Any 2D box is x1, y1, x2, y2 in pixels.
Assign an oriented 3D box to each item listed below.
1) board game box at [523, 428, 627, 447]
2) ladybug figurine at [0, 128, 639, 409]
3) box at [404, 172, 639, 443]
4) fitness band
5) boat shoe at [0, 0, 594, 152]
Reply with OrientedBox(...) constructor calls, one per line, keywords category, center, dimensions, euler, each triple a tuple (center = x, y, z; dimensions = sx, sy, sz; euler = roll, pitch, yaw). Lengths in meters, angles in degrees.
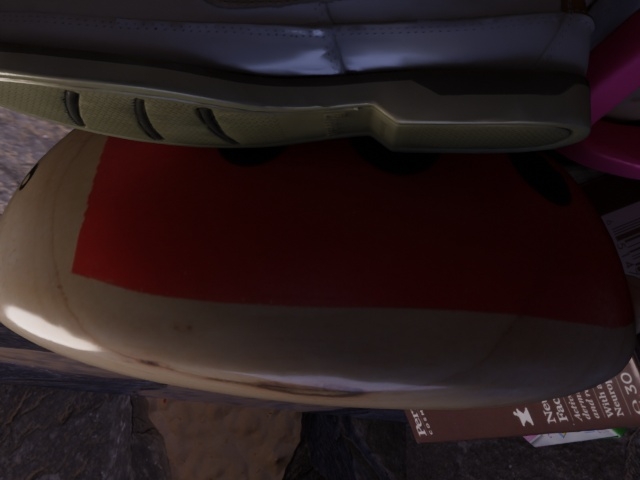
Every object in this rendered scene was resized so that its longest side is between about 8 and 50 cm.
OrientedBox(category="board game box", center=(0.289, 0.186, 1.151), dimensions=(0.242, 0.064, 0.316), euler=(43, 165, 8))
OrientedBox(category="ladybug figurine", center=(0.000, 0.000, 0.546), dimensions=(0.448, 0.162, 0.305), euler=(6, -171, 0))
OrientedBox(category="box", center=(0.198, 0.077, 0.771), dimensions=(0.143, 0.191, 0.381), euler=(-18, 171, -24))
OrientedBox(category="fitness band", center=(0.252, -0.098, 0.473), dimensions=(0.208, 0.054, 0.291), euler=(4, 164, -11))
OrientedBox(category="boat shoe", center=(-0.020, -0.103, 0.392), dimensions=(0.302, 0.104, 0.113), euler=(2, 176, -6))
